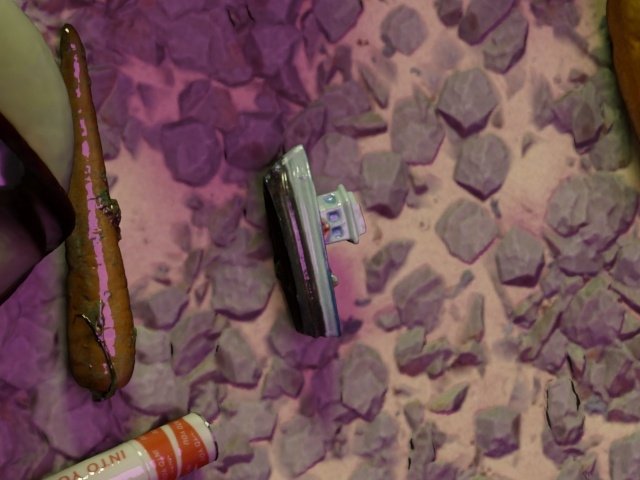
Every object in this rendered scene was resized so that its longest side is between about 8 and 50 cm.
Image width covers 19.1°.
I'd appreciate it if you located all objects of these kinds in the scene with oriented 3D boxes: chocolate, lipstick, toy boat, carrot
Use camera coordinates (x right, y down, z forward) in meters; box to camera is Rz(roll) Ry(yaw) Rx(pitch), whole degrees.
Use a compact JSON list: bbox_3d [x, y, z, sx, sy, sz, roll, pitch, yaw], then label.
[{"bbox_3d":[-0.260,-0.047,1.128,0.283,0.186,0.284,-3,96,-30],"label":"chocolate"},{"bbox_3d":[-0.134,0.159,1.297,0.130,0.038,0.038,-23,104,-26],"label":"lipstick"},{"bbox_3d":[0.000,0.000,1.348,0.066,0.059,0.140,-16,100,-14],"label":"toy boat"},{"bbox_3d":[-0.155,-0.018,1.274,0.049,0.049,0.255,-8,93,-29],"label":"carrot"}]

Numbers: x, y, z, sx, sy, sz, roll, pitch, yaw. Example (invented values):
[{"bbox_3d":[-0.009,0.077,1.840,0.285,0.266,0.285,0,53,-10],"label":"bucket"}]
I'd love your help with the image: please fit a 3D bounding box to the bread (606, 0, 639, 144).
[{"bbox_3d":[0.308,-0.142,1.446,0.133,0.179,0.250,-14,100,-23],"label":"bread"}]
